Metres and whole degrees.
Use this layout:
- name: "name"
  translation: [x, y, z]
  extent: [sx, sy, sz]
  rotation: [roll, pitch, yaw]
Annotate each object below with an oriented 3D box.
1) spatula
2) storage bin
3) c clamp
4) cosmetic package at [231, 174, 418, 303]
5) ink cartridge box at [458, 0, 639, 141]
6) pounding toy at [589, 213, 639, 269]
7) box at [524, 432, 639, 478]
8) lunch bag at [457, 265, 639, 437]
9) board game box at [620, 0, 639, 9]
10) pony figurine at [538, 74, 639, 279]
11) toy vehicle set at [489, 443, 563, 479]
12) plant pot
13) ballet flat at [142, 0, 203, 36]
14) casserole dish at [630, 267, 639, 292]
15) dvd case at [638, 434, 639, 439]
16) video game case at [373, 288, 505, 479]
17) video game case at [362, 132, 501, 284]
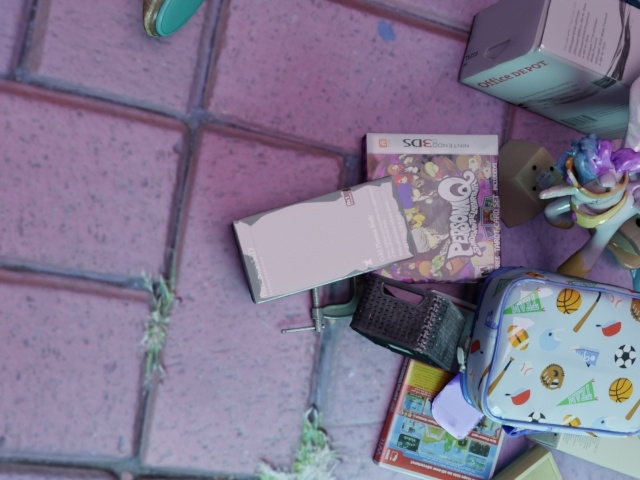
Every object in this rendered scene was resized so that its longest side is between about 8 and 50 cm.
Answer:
- name: "spatula"
  translation: [0.281, 0.176, 1.291]
  extent: [0.084, 0.030, 0.296]
  rotation: [40, 76, -13]
- name: "storage bin"
  translation: [0.130, 0.120, 1.176]
  extent: [0.122, 0.180, 0.084]
  rotation: [17, 79, 24]
- name: "c clamp"
  translation: [0.009, 0.059, 1.225]
  extent: [0.137, 0.022, 0.161]
  rotation: [2, 87, -21]
- name: "cosmetic package"
  translation: [0.000, 0.000, 1.157]
  extent: [0.237, 0.107, 0.127]
  rotation: [-18, 90, -10]
- name: "ink cartridge box"
  translation: [0.411, -0.276, 1.275]
  extent: [0.307, 0.223, 0.129]
  rotation: [17, 83, -19]
- name: "pounding toy"
  translation: [0.604, -0.064, 1.365]
  extent: [0.269, 0.155, 0.154]
  rotation: [-17, 76, -14]
- name: "box"
  translation: [0.487, 0.324, 1.358]
  extent: [0.275, 0.094, 0.113]
  rotation: [24, 81, -19]
- name: "lunch bag"
  translation: [0.355, 0.173, 1.209]
  extent: [0.303, 0.115, 0.243]
  rotation: [10, 94, -13]
- name: "board game box"
  translation: [0.490, -0.527, 1.316]
  extent: [0.336, 0.079, 0.254]
  rotation: [42, 81, 7]
- name: "pony figurine"
  translation: [0.475, -0.075, 1.145]
  extent: [0.350, 0.363, 0.303]
  rotation: [-20, 68, 8]
- name: "toy vehicle set"
  translation: [0.287, 0.468, 1.296]
  extent: [0.266, 0.035, 0.166]
  rotation: [-31, 109, -18]
- name: "plant pot"
  translation: [0.330, -0.096, 1.309]
  extent: [0.109, 0.096, 0.109]
  rotation: [-46, 103, -15]
- name: "ballet flat"
  translation: [-0.160, -0.433, 1.138]
  extent: [0.123, 0.123, 0.349]
  rotation: [41, 77, -15]
- name: "casserole dish"
  translation: [0.638, 0.062, 1.451]
  extent: [0.188, 0.037, 0.114]
  rotation: [15, 83, -18]
- name: "dvd case"
  translation: [0.555, 0.213, 1.366]
  extent: [0.164, 0.018, 0.221]
  rotation: [-1, 64, -29]
- name: "video game case"
  translation: [0.216, 0.243, 1.296]
  extent: [0.204, 0.025, 0.285]
  rotation: [21, 81, -19]
- name: "video game case"
  translation: [0.171, -0.049, 1.250]
  extent: [0.210, 0.042, 0.232]
  rotation: [0, 85, -6]
